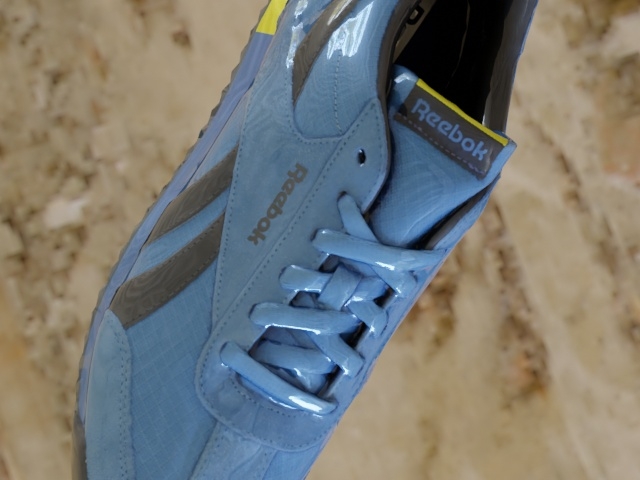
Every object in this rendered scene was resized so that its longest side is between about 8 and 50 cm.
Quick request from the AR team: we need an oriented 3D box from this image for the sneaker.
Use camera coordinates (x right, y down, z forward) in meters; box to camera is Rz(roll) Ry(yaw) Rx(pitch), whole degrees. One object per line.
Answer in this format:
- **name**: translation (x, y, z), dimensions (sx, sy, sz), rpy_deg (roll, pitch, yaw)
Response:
- **sneaker**: translation (0.000, 0.000, 0.520), dimensions (0.069, 0.209, 0.082), rpy_deg (32, 165, -28)
